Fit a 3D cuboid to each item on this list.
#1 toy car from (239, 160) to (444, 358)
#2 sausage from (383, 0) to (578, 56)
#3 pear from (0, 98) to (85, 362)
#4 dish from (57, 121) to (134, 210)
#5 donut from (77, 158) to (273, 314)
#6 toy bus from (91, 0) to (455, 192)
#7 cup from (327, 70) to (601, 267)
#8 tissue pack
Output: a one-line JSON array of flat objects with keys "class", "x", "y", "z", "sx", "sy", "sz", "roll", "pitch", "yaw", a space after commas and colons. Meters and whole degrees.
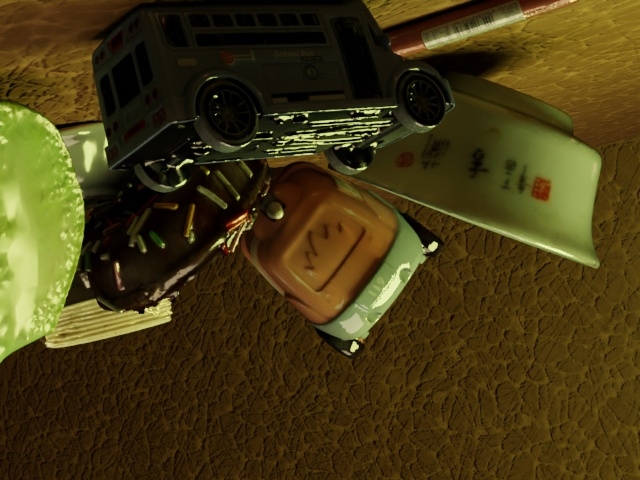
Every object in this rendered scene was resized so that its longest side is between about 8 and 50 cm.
[{"class": "toy car", "x": 0.000, "y": 0.000, "z": 1.603, "sx": 0.180, "sy": 0.212, "sz": 0.270, "roll": -53, "pitch": -165, "yaw": 2}, {"class": "sausage", "x": 0.149, "y": -0.212, "z": 1.264, "sx": 0.223, "sy": 0.029, "sz": 0.029, "roll": -15, "pitch": 176, "yaw": 20}, {"class": "pear", "x": -0.337, "y": -0.018, "z": 1.143, "sx": 0.176, "sy": 0.286, "sz": 0.282, "roll": 11, "pitch": -147, "yaw": 26}, {"class": "dish", "x": -0.287, "y": -0.068, "z": 1.476, "sx": 0.229, "sy": 0.081, "sz": 0.229, "roll": -13, "pitch": 177, "yaw": -1}, {"class": "donut", "x": -0.174, "y": -0.031, "z": 1.527, "sx": 0.270, "sy": 0.103, "sz": 0.269, "roll": -35, "pitch": -156, "yaw": 18}, {"class": "toy bus", "x": -0.034, "y": -0.127, "z": 1.100, "sx": 0.292, "sy": 0.133, "sz": 0.125, "roll": -8, "pitch": 168, "yaw": -36}, {"class": "cup", "x": 0.197, "y": -0.100, "z": 1.594, "sx": 0.347, "sy": 0.163, "sz": 0.347, "roll": 21, "pitch": -178, "yaw": -1}, {"class": "tissue pack", "x": -0.333, "y": 0.032, "z": 1.708, "sx": 0.170, "sy": 0.071, "sz": 0.325, "roll": -11, "pitch": -152, "yaw": -30}]
